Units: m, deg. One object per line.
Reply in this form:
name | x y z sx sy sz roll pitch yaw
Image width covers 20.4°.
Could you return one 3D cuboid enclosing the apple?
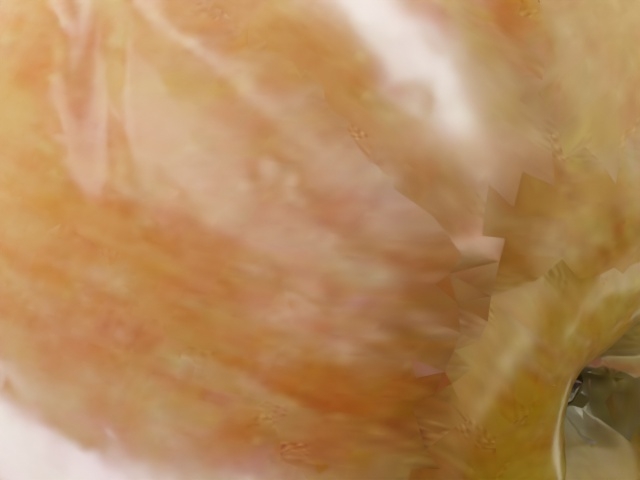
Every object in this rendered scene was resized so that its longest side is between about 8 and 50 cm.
apple | 0.000 0.000 0.714 0.346 0.391 0.391 23 99 30
